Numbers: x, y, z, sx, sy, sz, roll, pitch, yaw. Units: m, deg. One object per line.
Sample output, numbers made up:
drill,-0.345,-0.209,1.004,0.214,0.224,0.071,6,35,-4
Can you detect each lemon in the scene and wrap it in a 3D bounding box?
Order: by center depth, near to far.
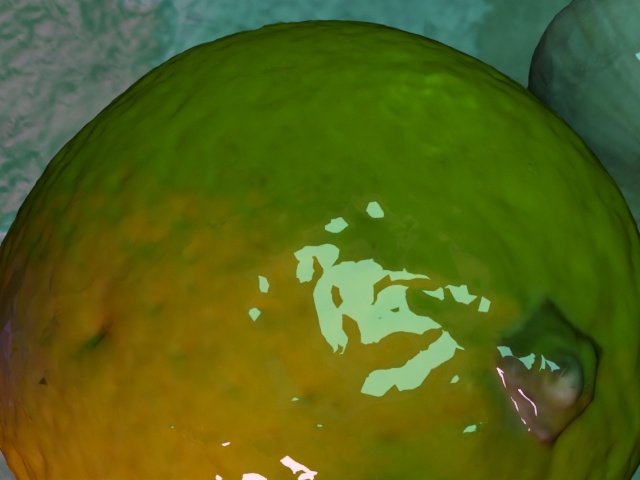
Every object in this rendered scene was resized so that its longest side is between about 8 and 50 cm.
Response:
lemon,-0.003,0.039,0.534,0.267,0.267,0.267,1,71,-3

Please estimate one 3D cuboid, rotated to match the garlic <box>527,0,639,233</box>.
garlic,0.190,-0.048,0.671,0.218,0.218,0.212,12,31,1
